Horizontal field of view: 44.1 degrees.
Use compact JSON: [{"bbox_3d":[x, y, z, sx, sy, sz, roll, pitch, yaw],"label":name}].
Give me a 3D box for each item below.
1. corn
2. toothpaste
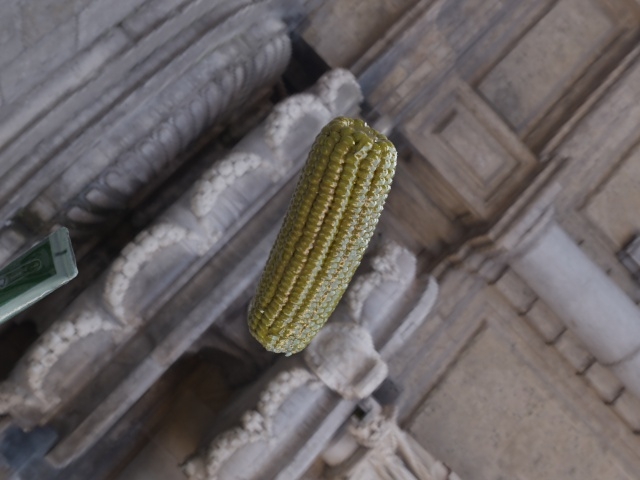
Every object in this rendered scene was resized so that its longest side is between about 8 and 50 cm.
[{"bbox_3d":[0.000,0.000,1.108,0.131,0.131,0.344,-60,173,-71],"label":"corn"},{"bbox_3d":[-0.526,0.115,1.181,0.392,0.099,0.061,-32,146,7],"label":"toothpaste"}]
